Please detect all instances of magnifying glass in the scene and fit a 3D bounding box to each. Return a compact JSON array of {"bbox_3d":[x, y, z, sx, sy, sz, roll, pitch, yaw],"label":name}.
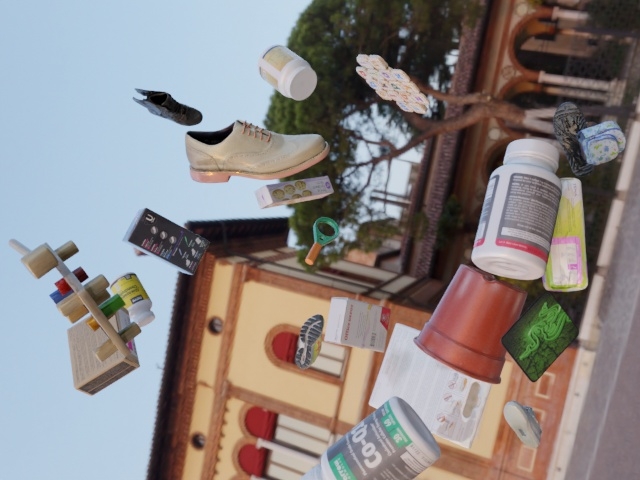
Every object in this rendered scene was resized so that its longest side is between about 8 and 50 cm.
[{"bbox_3d":[0.000,0.000,2.123,0.026,0.092,0.231,-58,2,45],"label":"magnifying glass"}]

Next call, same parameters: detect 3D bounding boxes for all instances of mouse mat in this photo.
[{"bbox_3d":[0.545,0.237,1.535,0.189,0.153,0.007,-43,11,-14],"label":"mouse mat"}]

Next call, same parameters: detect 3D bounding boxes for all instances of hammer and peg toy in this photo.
[{"bbox_3d":[-0.593,0.106,1.499,0.127,0.265,0.362,-38,-44,-21],"label":"hammer and peg toy"}]

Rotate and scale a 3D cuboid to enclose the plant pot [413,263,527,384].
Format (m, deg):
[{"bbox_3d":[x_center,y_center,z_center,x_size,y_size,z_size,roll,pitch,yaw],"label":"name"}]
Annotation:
[{"bbox_3d":[0.441,0.224,1.769,0.265,0.272,0.272,-67,-18,7],"label":"plant pot"}]

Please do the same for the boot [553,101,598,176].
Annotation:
[{"bbox_3d":[0.830,-0.344,1.980,0.207,0.094,0.247,-41,-69,-49],"label":"boot"}]

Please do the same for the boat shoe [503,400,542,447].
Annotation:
[{"bbox_3d":[0.686,0.602,2.091,0.081,0.079,0.228,-52,-57,-32],"label":"boat shoe"}]

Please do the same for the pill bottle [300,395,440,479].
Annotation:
[{"bbox_3d":[0.132,0.615,1.703,0.361,0.204,0.204,-41,-19,6],"label":"pill bottle"}]

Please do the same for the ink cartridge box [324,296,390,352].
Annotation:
[{"bbox_3d":[0.105,0.236,1.740,0.175,0.072,0.128,18,-102,-37],"label":"ink cartridge box"}]

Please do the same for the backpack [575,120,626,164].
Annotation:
[{"bbox_3d":[0.801,-0.274,1.758,0.105,0.114,0.084,56,-161,-35],"label":"backpack"}]

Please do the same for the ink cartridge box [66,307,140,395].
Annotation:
[{"bbox_3d":[-0.692,0.341,1.970,0.088,0.193,0.235,54,-172,-51],"label":"ink cartridge box"}]

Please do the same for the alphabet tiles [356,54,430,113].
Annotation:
[{"bbox_3d":[0.246,-0.533,2.118,0.284,0.278,0.021,38,-96,-33],"label":"alphabet tiles"}]

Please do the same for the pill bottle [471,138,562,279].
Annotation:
[{"bbox_3d":[0.490,-0.079,1.520,0.176,0.176,0.319,52,-128,-66],"label":"pill bottle"}]

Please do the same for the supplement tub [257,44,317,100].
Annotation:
[{"bbox_3d":[-0.120,-0.605,2.241,0.144,0.199,0.144,-28,-38,-25],"label":"supplement tub"}]

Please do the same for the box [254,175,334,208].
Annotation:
[{"bbox_3d":[-0.082,-0.162,2.056,0.323,0.063,0.067,-14,-97,-51],"label":"box"}]

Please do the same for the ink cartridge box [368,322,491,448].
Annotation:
[{"bbox_3d":[0.389,0.490,2.128,0.091,0.384,0.309,28,-100,-60],"label":"ink cartridge box"}]

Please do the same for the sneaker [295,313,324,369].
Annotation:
[{"bbox_3d":[-0.029,0.371,2.305,0.094,0.081,0.209,9,-78,-62],"label":"sneaker"}]

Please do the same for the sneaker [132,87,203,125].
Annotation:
[{"bbox_3d":[-0.375,-0.331,1.536,0.089,0.170,0.051,147,134,-75],"label":"sneaker"}]

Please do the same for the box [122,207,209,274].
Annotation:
[{"bbox_3d":[-0.575,0.003,2.305,0.165,0.270,0.144,0,62,65],"label":"box"}]

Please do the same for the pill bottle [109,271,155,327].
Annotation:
[{"bbox_3d":[-0.657,0.211,2.184,0.103,0.184,0.103,-32,-16,-11],"label":"pill bottle"}]

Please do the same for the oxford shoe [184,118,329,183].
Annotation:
[{"bbox_3d":[-0.176,-0.251,1.671,0.141,0.396,0.147,-92,-7,-56],"label":"oxford shoe"}]

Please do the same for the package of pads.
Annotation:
[{"bbox_3d":[0.651,-0.010,1.682,0.229,0.101,0.297,15,-108,-74],"label":"package of pads"}]
